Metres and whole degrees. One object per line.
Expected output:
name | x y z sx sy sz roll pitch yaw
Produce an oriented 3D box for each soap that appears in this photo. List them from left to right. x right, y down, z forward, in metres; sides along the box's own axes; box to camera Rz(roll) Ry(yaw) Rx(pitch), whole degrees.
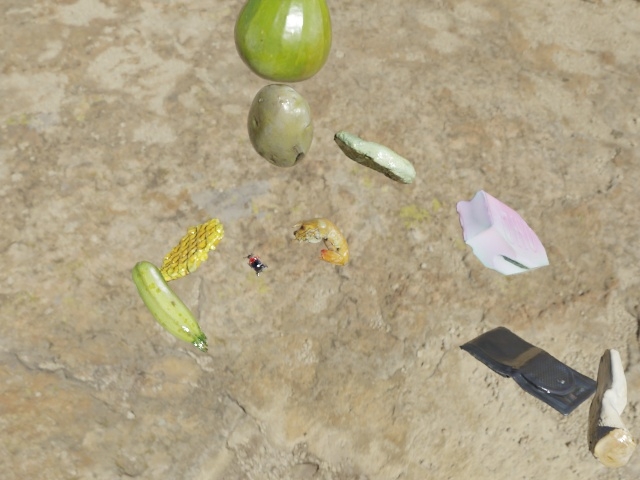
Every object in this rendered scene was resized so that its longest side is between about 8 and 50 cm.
soap | 0.550 -0.002 1.677 0.324 0.109 0.193 23 50 -39

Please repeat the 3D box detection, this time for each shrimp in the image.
shrimp | 0.000 0.000 1.435 0.068 0.248 0.150 -43 65 24

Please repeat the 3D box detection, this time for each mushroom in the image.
mushroom | 0.397 0.221 0.767 0.054 0.059 0.202 24 34 13

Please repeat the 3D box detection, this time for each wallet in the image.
wallet | 0.577 0.346 1.543 0.247 0.041 0.323 -9 31 -45

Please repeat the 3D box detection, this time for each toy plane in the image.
toy plane | -0.174 0.057 1.481 0.037 0.145 0.060 -42 102 -6

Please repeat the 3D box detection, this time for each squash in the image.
squash | -0.440 0.196 1.611 0.094 0.094 0.341 -36 78 -23

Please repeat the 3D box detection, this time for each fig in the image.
fig | -0.102 -0.634 1.646 0.316 0.316 0.316 0 54 0

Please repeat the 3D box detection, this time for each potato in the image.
potato | -0.097 -0.280 1.366 0.178 0.235 0.160 31 65 0

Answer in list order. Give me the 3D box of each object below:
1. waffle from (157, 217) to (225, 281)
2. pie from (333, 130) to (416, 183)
waffle | -0.394 0.025 1.712 0.238 0.059 0.243 -9 43 50
pie | 0.111 -0.170 1.145 0.187 0.187 0.041 30 93 19
